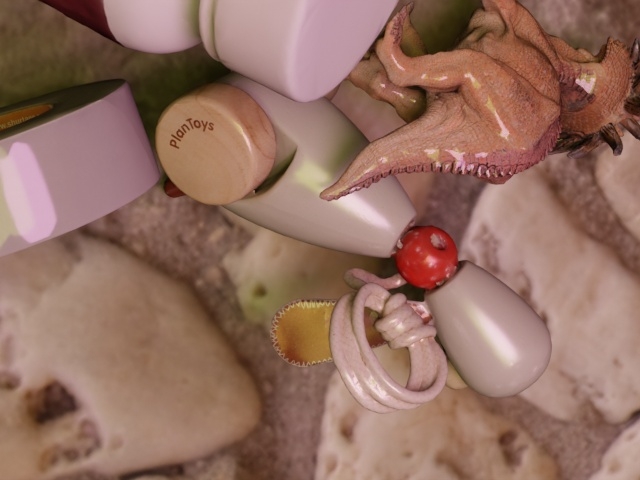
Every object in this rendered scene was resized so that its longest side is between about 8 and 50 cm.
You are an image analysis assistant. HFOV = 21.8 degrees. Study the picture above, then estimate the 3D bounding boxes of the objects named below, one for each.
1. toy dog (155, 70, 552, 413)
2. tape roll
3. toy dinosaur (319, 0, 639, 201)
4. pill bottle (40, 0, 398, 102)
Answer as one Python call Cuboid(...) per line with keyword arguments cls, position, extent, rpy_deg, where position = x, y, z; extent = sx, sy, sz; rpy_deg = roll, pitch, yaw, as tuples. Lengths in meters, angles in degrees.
Cuboid(cls="toy dog", position=(0.000, 0.000, 1.206), extent=(0.220, 0.161, 0.334), rpy_deg=(-17, 71, -44))
Cuboid(cls="tape roll", position=(-0.223, -0.042, 1.132), extent=(0.219, 0.219, 0.072), rpy_deg=(-20, 104, -6))
Cuboid(cls="toy dinosaur", position=(0.133, -0.098, 1.163), extent=(0.200, 0.127, 0.296), rpy_deg=(45, 51, -3))
Cuboid(cls="pill bottle", position=(-0.136, -0.252, 1.031), extent=(0.392, 0.224, 0.224), rpy_deg=(28, 95, 14))
